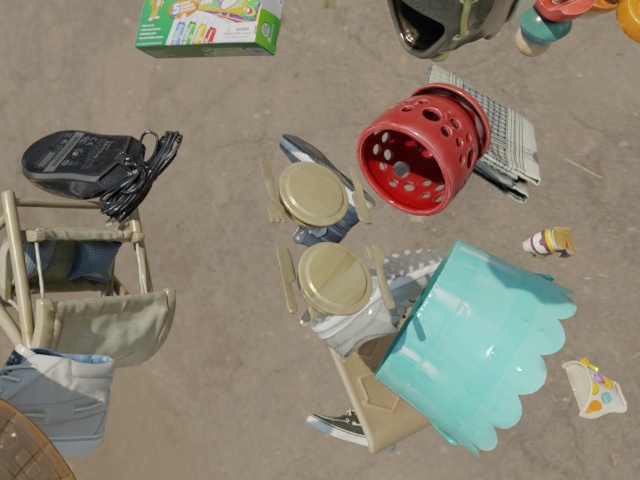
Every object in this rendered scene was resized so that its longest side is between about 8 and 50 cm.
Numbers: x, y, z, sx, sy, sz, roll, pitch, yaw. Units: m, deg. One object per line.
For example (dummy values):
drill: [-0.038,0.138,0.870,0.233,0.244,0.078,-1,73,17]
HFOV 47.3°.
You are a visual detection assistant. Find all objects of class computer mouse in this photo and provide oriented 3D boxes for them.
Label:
computer mouse: [-0.355,-0.105,1.154,0.272,0.188,0.072,12,143,27]

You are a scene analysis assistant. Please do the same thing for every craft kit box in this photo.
craft kit box: [-0.152,-0.397,1.085,0.250,0.061,0.246,8,82,35]

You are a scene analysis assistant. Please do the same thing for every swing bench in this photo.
swing bench: [-0.376,0.074,1.124,0.165,0.253,0.254,-36,73,28]

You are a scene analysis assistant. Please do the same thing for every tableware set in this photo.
tableware set: [0.000,0.000,0.817,0.039,0.128,0.194,-51,45,51]

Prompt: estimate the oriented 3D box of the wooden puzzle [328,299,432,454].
wooden puzzle: [0.153,0.273,1.677,0.081,0.322,0.347,-29,78,48]

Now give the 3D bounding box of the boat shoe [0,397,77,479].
boat shoe: [-0.338,0.190,0.675,0.342,0.123,0.123,38,159,4]

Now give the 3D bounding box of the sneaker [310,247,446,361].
sneaker: [0.120,0.112,1.336,0.281,0.115,0.105,-30,23,-1]

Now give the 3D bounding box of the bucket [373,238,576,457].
bucket: [0.214,0.144,1.056,0.183,0.281,0.281,32,114,7]

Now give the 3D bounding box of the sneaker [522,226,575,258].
sneaker: [0.518,0.008,1.656,0.084,0.186,0.069,-15,73,31]

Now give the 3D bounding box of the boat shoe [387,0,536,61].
boat shoe: [0.072,-0.172,0.422,0.091,0.305,0.109,-33,84,11]

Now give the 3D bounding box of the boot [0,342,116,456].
boot: [-0.354,0.170,0.806,0.095,0.258,0.123,14,92,47]

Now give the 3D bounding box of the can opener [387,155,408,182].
can opener: [0.223,-0.243,1.947,0.283,0.095,0.075,138,143,-61]

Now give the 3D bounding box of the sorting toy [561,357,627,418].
sorting toy: [0.375,0.199,0.979,0.045,0.075,0.083,-55,25,35]

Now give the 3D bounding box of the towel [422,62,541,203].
towel: [0.359,-0.254,1.649,0.056,0.312,0.324,-51,13,40]

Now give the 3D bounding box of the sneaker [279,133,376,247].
sneaker: [-0.028,-0.084,1.416,0.226,0.086,0.163,43,111,9]

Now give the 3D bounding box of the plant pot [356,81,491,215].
plant pot: [0.184,-0.165,1.265,0.191,0.174,0.191,27,144,22]

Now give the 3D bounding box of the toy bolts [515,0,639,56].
toy bolts: [0.435,-0.359,1.190,0.158,0.229,0.218,107,141,-68]

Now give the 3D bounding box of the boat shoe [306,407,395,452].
boat shoe: [0.074,0.421,1.670,0.078,0.220,0.070,171,117,-73]
